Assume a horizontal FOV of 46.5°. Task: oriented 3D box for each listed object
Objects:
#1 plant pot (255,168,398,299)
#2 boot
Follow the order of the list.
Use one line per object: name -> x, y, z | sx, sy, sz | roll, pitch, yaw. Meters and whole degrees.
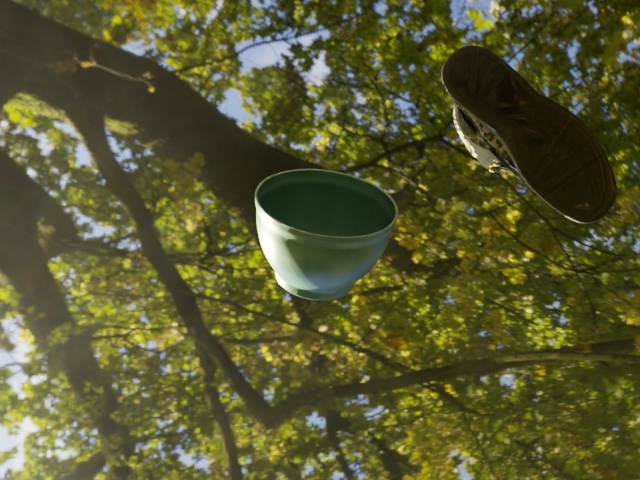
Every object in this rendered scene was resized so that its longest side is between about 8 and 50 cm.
plant pot -> 0.000, 0.000, 1.563 | 0.293, 0.293, 0.196 | 32, -52, 33
boot -> 0.374, -0.178, 1.385 | 0.377, 0.284, 0.138 | 45, -86, 10
